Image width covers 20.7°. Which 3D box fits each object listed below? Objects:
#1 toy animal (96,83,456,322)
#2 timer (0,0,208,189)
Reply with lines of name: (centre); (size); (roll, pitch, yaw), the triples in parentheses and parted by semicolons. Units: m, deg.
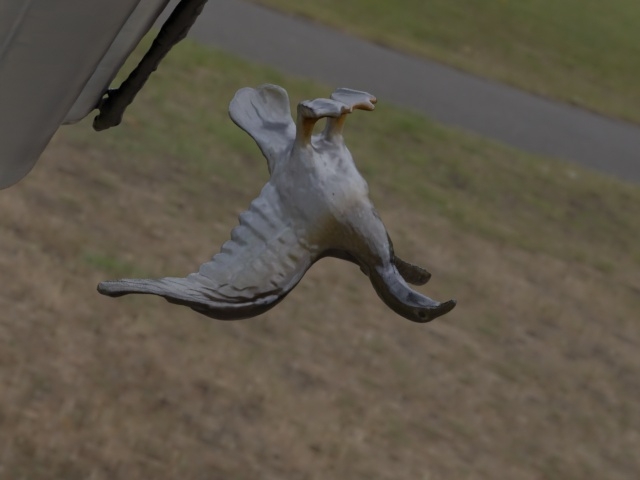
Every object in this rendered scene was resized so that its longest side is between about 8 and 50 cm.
toy animal: (0.003, -0.014, 1.117); (0.273, 0.160, 0.197); (-15, 17, -41)
timer: (-0.063, -0.129, 0.407); (0.078, 0.178, 0.253); (4, -20, -22)
